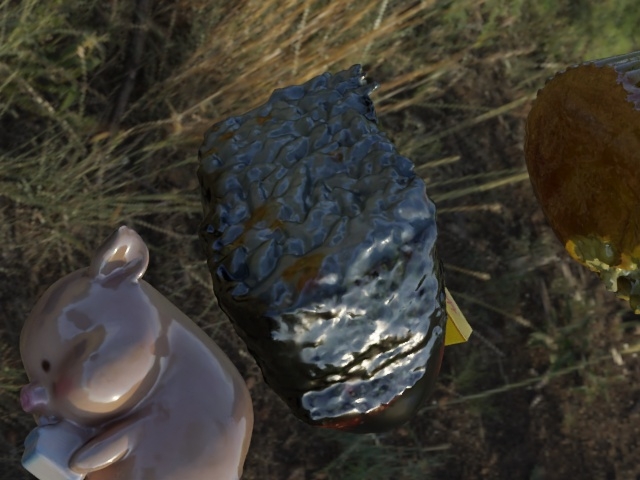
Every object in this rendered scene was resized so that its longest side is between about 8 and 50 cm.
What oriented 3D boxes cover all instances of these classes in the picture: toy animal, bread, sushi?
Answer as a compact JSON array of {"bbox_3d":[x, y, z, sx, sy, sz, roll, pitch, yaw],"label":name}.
[{"bbox_3d":[-0.191,0.157,0.915,0.256,0.195,0.213,46,50,-12],"label":"toy animal"},{"bbox_3d":[0.275,-0.042,0.762,0.133,0.179,0.250,-16,57,-26],"label":"bread"},{"bbox_3d":[0.000,0.000,0.558,0.225,0.136,0.126,-106,172,-48],"label":"sushi"}]

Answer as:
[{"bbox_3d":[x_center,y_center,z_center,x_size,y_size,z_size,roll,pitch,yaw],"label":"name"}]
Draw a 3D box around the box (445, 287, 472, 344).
[{"bbox_3d":[0.076,0.081,1.002,0.086,0.155,0.023,59,43,-16],"label":"box"}]
